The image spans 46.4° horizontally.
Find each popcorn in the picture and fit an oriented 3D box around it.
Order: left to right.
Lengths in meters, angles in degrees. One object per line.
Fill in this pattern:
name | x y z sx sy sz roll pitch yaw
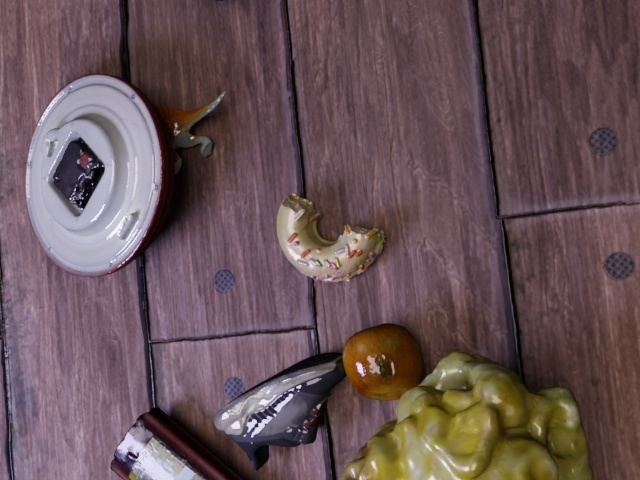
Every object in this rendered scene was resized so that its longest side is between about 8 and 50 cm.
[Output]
popcorn | 0.183 0.286 0.902 0.312 0.312 0.312 -1 87 18

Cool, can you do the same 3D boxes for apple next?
apple | 0.088 0.166 1.016 0.099 0.114 0.102 -25 68 17

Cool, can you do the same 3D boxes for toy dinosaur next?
toy dinosaur | -0.240 -0.170 1.183 0.142 0.057 0.212 39 91 28

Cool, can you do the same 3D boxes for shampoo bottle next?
shampoo bottle | -0.163 0.392 1.108 0.323 0.084 0.129 36 102 16

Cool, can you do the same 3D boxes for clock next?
clock | -0.357 -0.101 1.161 0.318 0.080 0.319 0 91 33

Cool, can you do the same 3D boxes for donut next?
donut | 0.001 0.005 1.079 0.165 0.065 0.108 24 96 18

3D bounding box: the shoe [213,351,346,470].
shoe | -0.043 0.245 1.074 0.227 0.099 0.112 -28 86 19
